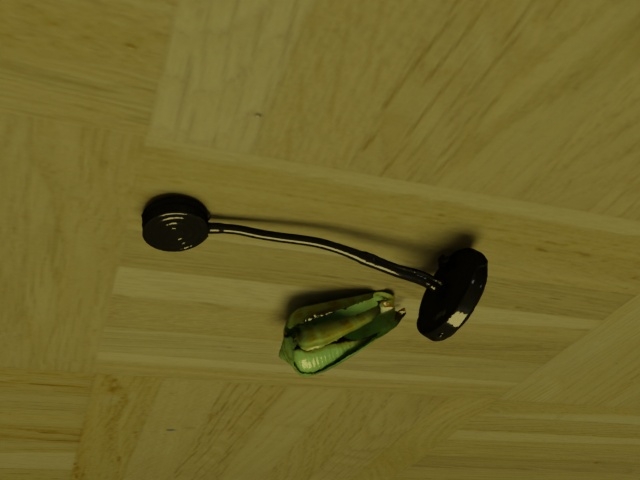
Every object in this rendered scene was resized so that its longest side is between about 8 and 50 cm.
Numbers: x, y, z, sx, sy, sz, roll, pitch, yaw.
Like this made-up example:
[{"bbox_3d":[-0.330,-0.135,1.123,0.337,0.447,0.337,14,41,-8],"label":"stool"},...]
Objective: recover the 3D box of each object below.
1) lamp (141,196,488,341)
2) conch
[{"bbox_3d":[0.005,0.032,0.737,0.371,0.108,0.130,13,142,-25],"label":"lamp"},{"bbox_3d":[0.022,0.106,0.884,0.170,0.079,0.105,-26,149,2],"label":"conch"}]
